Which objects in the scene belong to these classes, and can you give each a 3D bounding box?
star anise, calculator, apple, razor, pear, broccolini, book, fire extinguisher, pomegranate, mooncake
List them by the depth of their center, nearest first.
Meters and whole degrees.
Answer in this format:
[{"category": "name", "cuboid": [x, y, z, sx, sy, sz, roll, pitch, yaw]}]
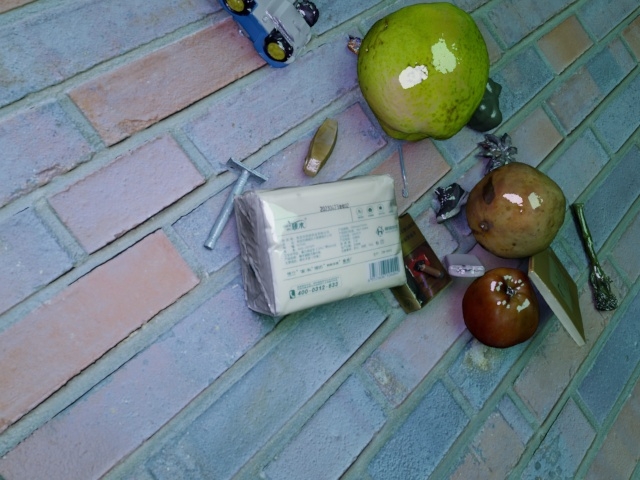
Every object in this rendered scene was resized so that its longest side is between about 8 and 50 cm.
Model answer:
[{"category": "razor", "cuboid": [-0.222, -0.082, 1.371, 0.106, 0.068, 0.231, 29, 69, -18]}, {"category": "fire extinguisher", "cuboid": [0.300, 0.079, 1.537, 0.083, 0.022, 0.028, 24, 102, -20]}, {"category": "pear", "cuboid": [0.285, -0.456, 1.572, 0.392, 0.391, 0.390, 8, 72, -26]}, {"category": "apple", "cuboid": [0.511, 0.190, 1.581, 0.234, 0.234, 0.233, 8, 72, -26]}, {"category": "calculator", "cuboid": [0.410, 0.069, 1.605, 0.100, 0.175, 0.032, 2, 103, 7]}, {"category": "pomegranate", "cuboid": [0.565, -0.083, 1.623, 0.282, 0.281, 0.280, 8, 72, -26]}, {"category": "book", "cuboid": [0.722, 0.125, 1.722, 0.268, 0.032, 0.389, 54, 29, -4]}, {"category": "mooncake", "cuboid": [0.542, -0.451, 1.857, 0.169, 0.104, 0.175, -24, 91, -37]}, {"category": "star anise", "cuboid": [0.600, -0.277, 1.858, 0.205, 0.061, 0.180, -36, 94, -31]}, {"category": "broccolini", "cuboid": [0.951, 0.053, 1.941, 0.079, 0.074, 0.391, -9, 81, -37]}]

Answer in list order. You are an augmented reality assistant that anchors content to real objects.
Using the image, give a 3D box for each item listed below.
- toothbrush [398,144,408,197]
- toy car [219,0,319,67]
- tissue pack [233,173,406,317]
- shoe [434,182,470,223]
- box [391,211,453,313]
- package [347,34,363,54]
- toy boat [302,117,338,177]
[{"category": "toothbrush", "cuboid": [0.246, -0.209, 1.680, 0.014, 0.011, 0.166, 0, 76, -22]}, {"category": "toy car", "cuboid": [-0.156, -0.614, 1.490, 0.314, 0.166, 0.198, 44, 59, -30]}, {"category": "tissue pack", "cuboid": [0.000, 0.000, 1.356, 0.381, 0.207, 0.296, -9, 95, -29]}, {"category": "shoe", "cuboid": [0.383, -0.125, 1.698, 0.099, 0.071, 0.169, 49, 56, -4]}, {"category": "box", "cuboid": [0.246, 0.061, 1.570, 0.159, 0.071, 0.240, -33, 92, -33]}, {"category": "package", "cuboid": [0.128, -0.596, 1.716, 0.111, 0.033, 0.077, 9, 62, -30]}, {"category": "toy boat", "cuboid": [0.003, -0.254, 1.529, 0.065, 0.072, 0.206, 24, 54, -3]}]
